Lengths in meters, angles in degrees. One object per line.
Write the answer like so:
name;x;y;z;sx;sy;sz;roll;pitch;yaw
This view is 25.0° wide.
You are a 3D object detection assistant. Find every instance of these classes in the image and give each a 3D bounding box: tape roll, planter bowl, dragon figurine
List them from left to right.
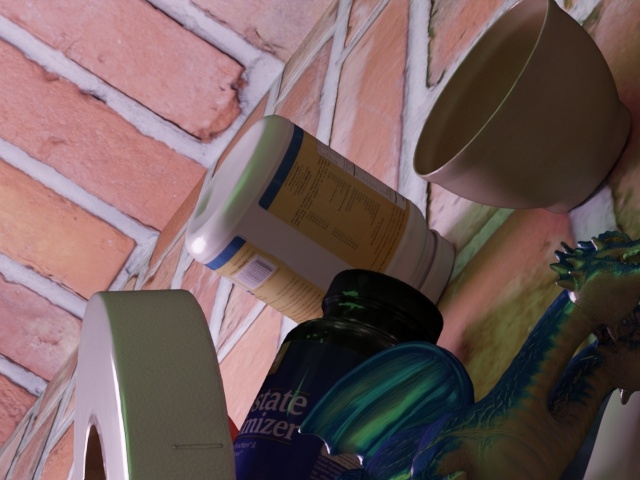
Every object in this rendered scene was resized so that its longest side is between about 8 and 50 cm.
tape roll;-0.126;0.227;1.039;0.392;0.072;0.392;179;90;-76
dragon figurine;0.038;0.102;0.604;0.289;0.085;0.144;-33;15;28
planter bowl;0.159;-0.088;1.069;0.162;0.109;0.162;-53;14;20

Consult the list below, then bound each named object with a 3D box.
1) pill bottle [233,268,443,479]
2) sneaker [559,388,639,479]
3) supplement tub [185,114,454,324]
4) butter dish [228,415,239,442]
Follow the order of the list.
pill bottle;0.009;0.136;1.067;0.123;0.123;0.219;-33;28;60
sneaker;0.094;0.202;0.621;0.350;0.131;0.148;-54;11;-32
supplement tub;0.000;0.000;1.241;0.144;0.199;0.144;-52;14;19
butter dish;-0.098;0.214;1.313;0.160;0.118;0.160;-126;28;-72
